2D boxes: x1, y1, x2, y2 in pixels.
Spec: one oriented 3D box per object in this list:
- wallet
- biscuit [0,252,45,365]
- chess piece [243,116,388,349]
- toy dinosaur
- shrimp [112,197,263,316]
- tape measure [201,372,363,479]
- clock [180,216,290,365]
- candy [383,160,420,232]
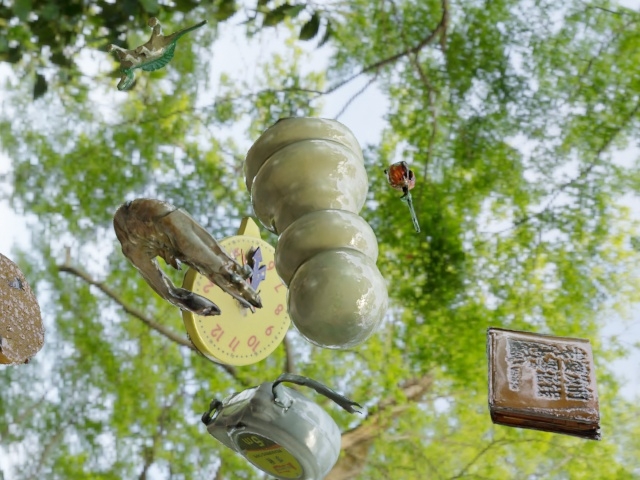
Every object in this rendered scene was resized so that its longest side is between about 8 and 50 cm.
[{"bbox_3d":[0.320,0.196,1.260,0.195,0.161,0.042,-73,171,-54],"label":"wallet"},{"bbox_3d":[-0.737,0.150,1.978,0.075,0.296,0.296,-24,-116,13],"label":"biscuit"},{"bbox_3d":[0.000,0.000,1.177,0.182,0.182,0.330,-57,-148,36],"label":"chess piece"},{"bbox_3d":[-0.165,-0.194,0.883,0.119,0.060,0.029,-29,-110,6],"label":"toy dinosaur"},{"bbox_3d":[-0.252,0.050,1.643,0.360,0.085,0.247,28,-45,21],"label":"shrimp"},{"bbox_3d":[-0.007,0.207,1.010,0.330,0.164,0.084,-29,-151,51],"label":"tape measure"},{"bbox_3d":[-0.161,0.124,1.858,0.071,0.277,0.293,-1,-131,49],"label":"clock"},{"bbox_3d":[0.143,-0.069,1.437,0.049,0.055,0.185,-52,-153,29],"label":"candy"}]
